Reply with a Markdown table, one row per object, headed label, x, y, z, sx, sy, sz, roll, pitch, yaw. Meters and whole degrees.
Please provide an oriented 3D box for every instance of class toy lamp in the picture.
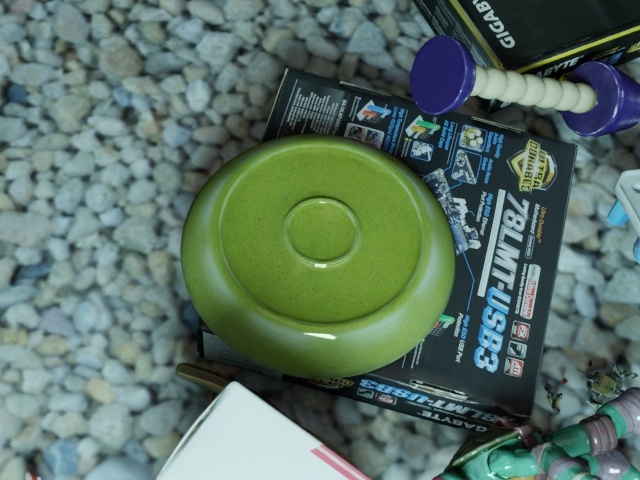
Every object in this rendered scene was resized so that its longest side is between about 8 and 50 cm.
| label | x | y | z | sx | sy | sz | roll | pitch | yaw |
| --- | --- | --- | --- | --- | --- | --- | --- | --- | --- |
| toy lamp | 0.210 | -0.143 | 1.037 | 0.274 | 0.080 | 0.080 | 2 | 56 | -39 |

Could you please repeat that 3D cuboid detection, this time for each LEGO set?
| label | x | y | z | sx | sy | sz | roll | pitch | yaw |
| --- | --- | --- | --- | --- | --- | --- | --- | --- | --- |
| LEGO set | 0.243 | 0.135 | 0.980 | 0.083 | 0.023 | 0.054 | -1 | 59 | 9 |

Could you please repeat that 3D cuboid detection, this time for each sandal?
| label | x | y | z | sx | sy | sz | roll | pitch | yaw |
| --- | --- | --- | --- | --- | --- | --- | --- | --- | --- |
| sandal | -0.051 | 0.159 | 0.915 | 0.180 | 0.072 | 0.049 | 33 | 83 | 7 |

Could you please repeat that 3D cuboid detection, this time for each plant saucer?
| label | x | y | z | sx | sy | sz | roll | pitch | yaw |
| --- | --- | --- | --- | --- | --- | --- | --- | --- | --- |
| plant saucer | 0.000 | 0.000 | 0.937 | 0.241 | 0.037 | 0.241 | 2 | 62 | -3 |

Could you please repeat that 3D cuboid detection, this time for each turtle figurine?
| label | x | y | z | sx | sy | sz | roll | pitch | yaw |
| --- | --- | --- | --- | --- | --- | --- | --- | --- | --- |
| turtle figurine | 0.164 | 0.194 | 0.855 | 0.234 | 0.175 | 0.118 | -17 | 68 | -29 |

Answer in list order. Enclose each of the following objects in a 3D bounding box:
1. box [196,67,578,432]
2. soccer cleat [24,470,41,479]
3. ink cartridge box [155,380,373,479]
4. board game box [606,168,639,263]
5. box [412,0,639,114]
| label | x | y | z | sx | sy | sz | roll | pitch | yaw |
| --- | --- | --- | --- | --- | --- | --- | --- | --- | --- |
| box | 0.068 | 0.005 | 1.001 | 0.293 | 0.073 | 0.295 | 15 | 61 | 2 |
| soccer cleat | -0.233 | 0.226 | 0.876 | 0.035 | 0.029 | 0.083 | -13 | 68 | -17 |
| ink cartridge box | -0.027 | 0.210 | 0.797 | 0.158 | 0.218 | 0.092 | 34 | 69 | 13 |
| board game box | 0.492 | 0.086 | 0.954 | 0.390 | 0.050 | 0.390 | -6 | 54 | -19 |
| box | 0.218 | -0.316 | 1.187 | 0.257 | 0.079 | 0.322 | -20 | 65 | -18 |
